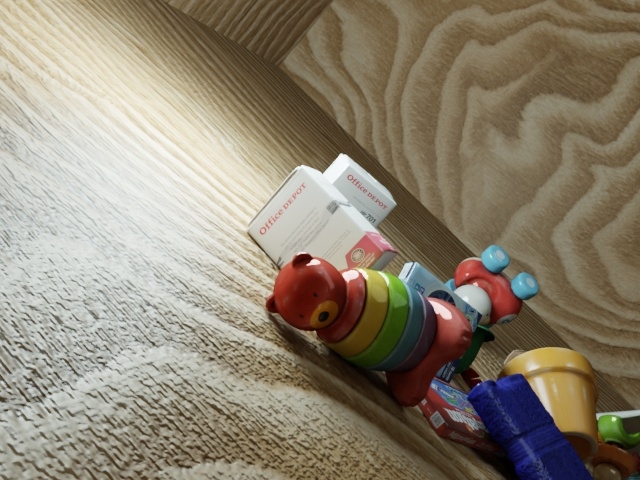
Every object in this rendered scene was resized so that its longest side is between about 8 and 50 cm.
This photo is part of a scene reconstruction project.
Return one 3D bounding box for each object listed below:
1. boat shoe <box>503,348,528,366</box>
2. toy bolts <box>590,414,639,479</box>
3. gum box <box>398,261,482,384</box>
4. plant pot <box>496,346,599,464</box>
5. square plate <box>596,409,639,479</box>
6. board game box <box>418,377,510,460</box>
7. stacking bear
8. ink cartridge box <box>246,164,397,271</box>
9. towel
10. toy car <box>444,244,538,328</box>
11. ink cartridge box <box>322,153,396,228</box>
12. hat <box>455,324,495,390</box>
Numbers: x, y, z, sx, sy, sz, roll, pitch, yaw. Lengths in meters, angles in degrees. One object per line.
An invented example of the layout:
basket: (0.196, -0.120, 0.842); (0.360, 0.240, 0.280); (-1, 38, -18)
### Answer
boat shoe: (0.536, 0.348, 1.925); (0.324, 0.123, 0.116); (40, 5, -41)
toy bolts: (0.683, 0.539, 1.781); (0.229, 0.158, 0.218); (35, -29, -7)
gum box: (0.201, 0.157, 1.453); (0.184, 0.157, 0.041); (37, -21, -19)
plant pot: (0.478, 0.356, 1.576); (0.205, 0.205, 0.188); (36, 30, -25)
square plate: (0.792, 0.497, 1.831); (0.344, 0.049, 0.347); (39, -30, -14)
board game box: (0.257, 0.314, 1.383); (0.281, 0.027, 0.145); (30, 19, -44)
stacking bear: (0.057, 0.114, 1.181); (0.289, 0.175, 0.164); (26, 21, -29)
ink cartridge box: (0.000, 0.000, 1.343); (0.218, 0.158, 0.092); (47, 15, 18)
towel: (0.380, 0.384, 1.357); (0.228, 0.076, 0.308); (7, 46, -56)
toy car: (0.427, 0.176, 2.072); (0.210, 0.219, 0.238); (43, 42, 0)
ink cartridge box: (0.037, -0.056, 1.559); (0.140, 0.190, 0.082); (37, 14, -20)
hat: (0.260, 0.263, 1.574); (0.209, 0.183, 0.173); (-1, -23, 45)
